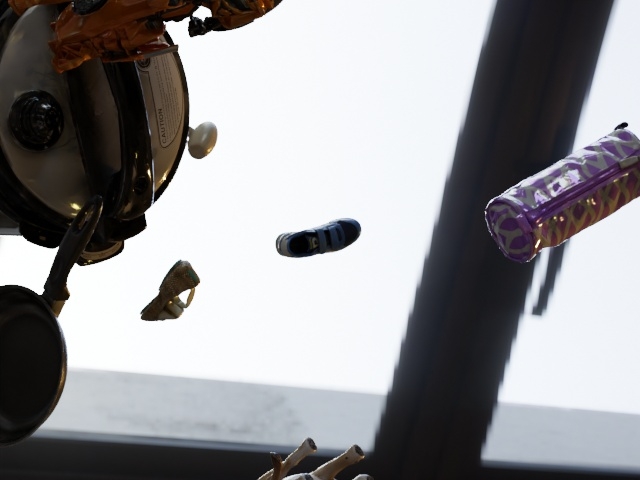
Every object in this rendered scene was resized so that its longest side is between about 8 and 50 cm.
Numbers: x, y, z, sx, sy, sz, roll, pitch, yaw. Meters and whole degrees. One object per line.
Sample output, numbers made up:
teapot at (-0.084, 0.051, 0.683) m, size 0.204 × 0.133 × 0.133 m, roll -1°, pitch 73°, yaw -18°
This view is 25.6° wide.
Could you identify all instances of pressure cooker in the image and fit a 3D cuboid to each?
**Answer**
pressure cooker at (-0.389, -0.177, 1.951) m, size 0.420 × 0.370 × 0.375 m, roll 0°, pitch -122°, yaw 45°

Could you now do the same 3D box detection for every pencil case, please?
pencil case at (0.283, -0.051, 1.565) m, size 0.086 × 0.206 × 0.088 m, roll 63°, pitch -21°, yaw -8°

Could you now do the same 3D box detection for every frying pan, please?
frying pan at (-0.359, 0.090, 1.706) m, size 0.197 × 0.053 × 0.326 m, roll 14°, pitch -91°, yaw 35°

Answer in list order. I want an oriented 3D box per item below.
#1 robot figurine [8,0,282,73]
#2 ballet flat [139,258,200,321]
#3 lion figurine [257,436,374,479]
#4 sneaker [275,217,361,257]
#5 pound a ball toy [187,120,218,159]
robot figurine at (-0.180, -0.277, 1.535) m, size 0.211 × 0.291 × 0.085 m, roll 60°, pitch 24°, yaw -51°
ballet flat at (-0.277, 0.111, 2.601) m, size 0.067 × 0.073 × 0.206 m, roll 44°, pitch -38°, yaw 4°
lion figurine at (-0.048, 0.483, 2.627) m, size 0.240 × 0.392 × 0.142 m, roll -39°, pitch -126°, yaw 20°
sneaker at (0.000, 0.000, 2.288) m, size 0.059 × 0.144 × 0.053 m, roll -161°, pitch -124°, yaw -81°
pound a ball toy at (-0.330, -0.216, 2.391) m, size 0.208 × 0.319 × 0.135 m, roll -50°, pitch -178°, yaw 38°
